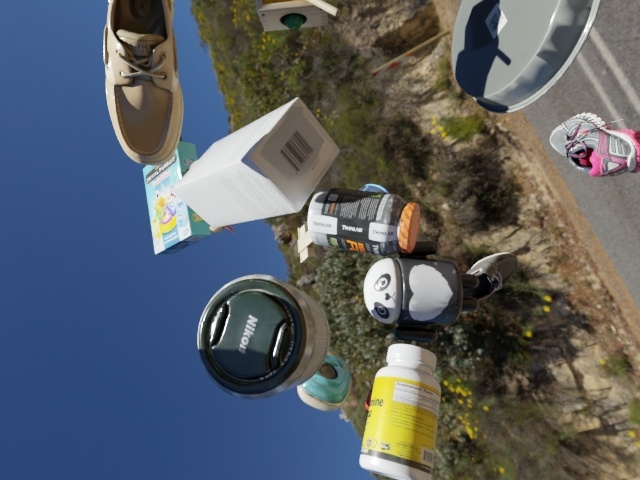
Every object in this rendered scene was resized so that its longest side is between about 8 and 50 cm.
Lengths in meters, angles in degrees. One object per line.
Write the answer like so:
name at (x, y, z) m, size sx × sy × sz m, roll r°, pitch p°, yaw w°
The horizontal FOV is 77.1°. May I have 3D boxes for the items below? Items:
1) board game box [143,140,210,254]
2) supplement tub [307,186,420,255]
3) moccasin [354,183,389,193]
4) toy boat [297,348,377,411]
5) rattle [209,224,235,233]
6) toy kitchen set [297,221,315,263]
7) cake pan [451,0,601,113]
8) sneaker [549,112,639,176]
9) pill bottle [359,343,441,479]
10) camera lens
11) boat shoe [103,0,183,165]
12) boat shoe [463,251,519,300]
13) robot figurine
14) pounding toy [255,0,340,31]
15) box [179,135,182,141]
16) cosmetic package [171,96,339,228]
board game box at (-0.519, -0.143, 1.429) m, size 0.079 × 0.254 × 0.336 m, roll -1°, pitch -105°, yaw -49°
supplement tub at (0.082, -0.035, 0.755) m, size 0.117 × 0.190 × 0.117 m, roll 9°, pitch -90°, yaw -66°
moccasin at (0.137, -0.108, 1.414) m, size 0.137 × 0.117 × 0.342 m, roll 50°, pitch 163°, yaw -12°
toy boat at (0.081, 0.468, 1.363) m, size 0.318 × 0.148 × 0.267 m, roll 20°, pitch -161°, yaw -3°
rattle at (-0.475, -0.096, 1.737) m, size 0.130 × 0.200 × 0.142 m, roll -47°, pitch -43°, yaw -59°
toy kitchen set at (0.000, 0.000, 0.857) m, size 0.075 × 0.068 × 0.083 m, roll 8°, pitch -119°, yaw -28°
cake pan at (0.316, -0.366, 0.668) m, size 0.293 × 0.054 × 0.293 m, roll -179°, pitch 90°, yaw -73°
sneaker at (0.637, -0.232, 0.969) m, size 0.299 × 0.112 × 0.120 m, roll -85°, pitch -19°, yaw -68°
pill bottle at (0.231, 0.473, 1.118) m, size 0.188 × 0.188 × 0.333 m, roll 50°, pitch -133°, yaw -44°
camera lens at (-0.099, 0.194, 0.816) m, size 0.274 × 0.219 × 0.219 m, roll 53°, pitch -163°, yaw -72°
boat shoe at (-0.293, -0.295, 0.647) m, size 0.110 × 0.122 × 0.341 m, roll -156°, pitch 64°, yaw -75°
boat shoe at (0.453, 0.145, 1.197) m, size 0.095 × 0.335 × 0.112 m, roll -114°, pitch -1°, yaw -67°
robot figurine at (0.250, 0.128, 1.016) m, size 0.173 × 0.278 × 0.209 m, roll 92°, pitch 178°, yaw -49°
pounding toy at (-0.038, -0.401, 0.640) m, size 0.100 × 0.130 × 0.141 m, roll -45°, pitch -49°, yaw -85°
box at (-0.698, -0.418, 1.682) m, size 0.168 × 0.167 × 0.203 m, roll 35°, pitch 158°, yaw -1°
cosmetic package at (-0.161, -0.159, 0.918) m, size 0.155 × 0.366 × 0.197 m, roll 47°, pitch -120°, yaw -27°
